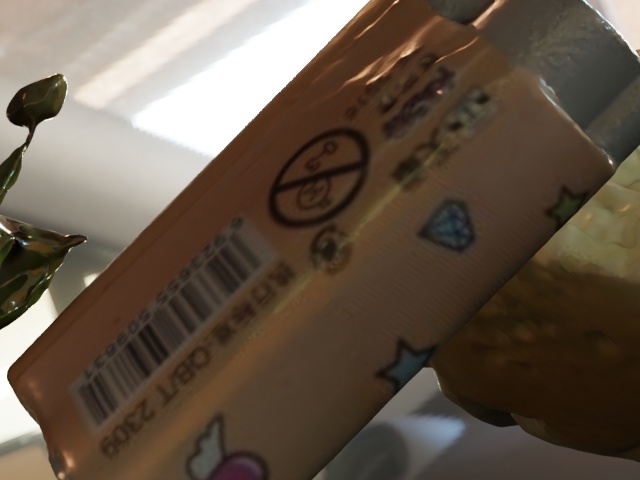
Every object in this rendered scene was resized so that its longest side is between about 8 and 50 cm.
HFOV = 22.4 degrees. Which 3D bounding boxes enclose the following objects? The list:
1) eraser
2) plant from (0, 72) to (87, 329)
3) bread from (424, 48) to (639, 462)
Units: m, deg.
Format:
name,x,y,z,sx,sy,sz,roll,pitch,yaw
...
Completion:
name,x,y,z,sx,sy,sz,roll,pitch,yaw
eraser,0.000,0.000,0.714,0.290,0.087,0.171,-46,37,0
plant,-0.275,0.062,0.823,0.251,0.333,0.180,9,-36,6
bread,0.192,0.014,0.911,0.329,0.245,0.424,-19,7,-36
